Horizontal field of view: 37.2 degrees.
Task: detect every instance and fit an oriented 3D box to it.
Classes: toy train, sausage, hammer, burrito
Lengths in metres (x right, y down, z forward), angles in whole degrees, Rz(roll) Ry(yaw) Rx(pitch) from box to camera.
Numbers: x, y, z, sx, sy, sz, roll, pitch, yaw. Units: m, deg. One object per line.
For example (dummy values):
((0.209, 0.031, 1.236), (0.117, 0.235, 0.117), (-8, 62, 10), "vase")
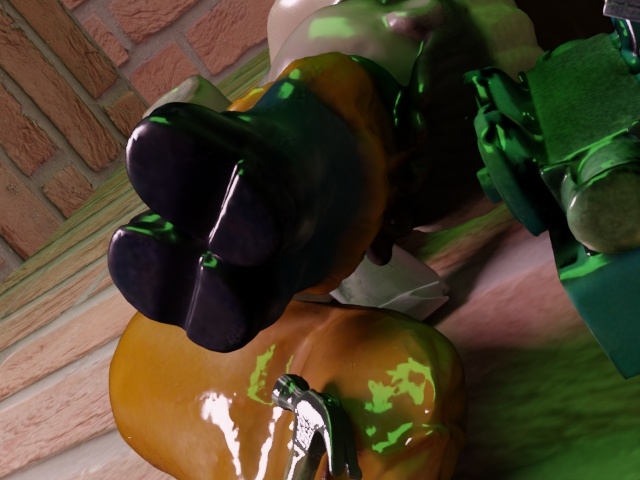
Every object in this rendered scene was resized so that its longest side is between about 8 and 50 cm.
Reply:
((0.149, -0.032, 0.470), (0.107, 0.154, 0.198), (-30, 19, 20), "toy train")
((-0.024, 0.099, 0.561), (0.354, 0.116, 0.134), (2, 63, 59), "sausage")
((-0.023, 0.155, 0.429), (0.062, 0.017, 0.182), (20, 93, 56), "hammer")
((0.000, 0.001, 0.694), (0.064, 0.203, 0.064), (-51, -14, -18), "burrito")

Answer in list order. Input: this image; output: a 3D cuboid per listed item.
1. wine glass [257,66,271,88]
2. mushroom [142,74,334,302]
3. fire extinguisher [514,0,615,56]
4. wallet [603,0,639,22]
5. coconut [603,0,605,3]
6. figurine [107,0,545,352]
((0.030, -0.138, 0.979), (0.204, 0.111, 0.111), (14, 52, 43), "wine glass")
((-0.050, -0.052, 0.837), (0.244, 0.243, 0.243), (-36, 16, 12), "mushroom")
((0.102, -0.206, 0.697), (0.138, 0.344, 0.102), (-35, 16, 19), "fire extinguisher")
((0.248, -0.095, 0.389), (0.232, 0.025, 0.119), (20, 39, 27), "wallet")
((0.170, -0.252, 0.927), (0.204, 0.236, 0.236), (-53, 17, -3), "coconut")
((0.029, -0.053, 0.564), (0.332, 0.205, 0.185), (-67, -1, -55), "figurine")
